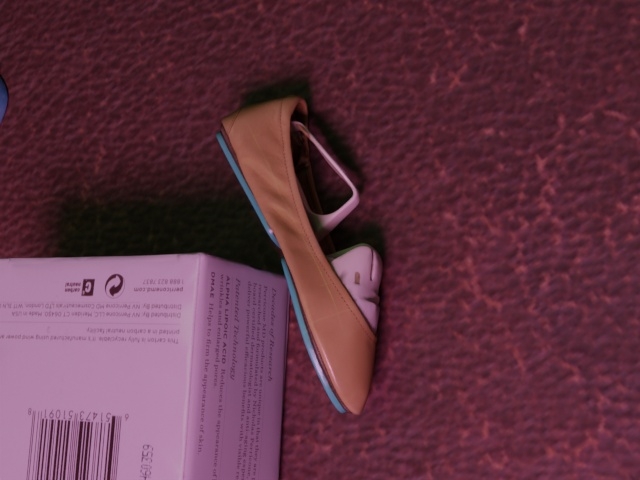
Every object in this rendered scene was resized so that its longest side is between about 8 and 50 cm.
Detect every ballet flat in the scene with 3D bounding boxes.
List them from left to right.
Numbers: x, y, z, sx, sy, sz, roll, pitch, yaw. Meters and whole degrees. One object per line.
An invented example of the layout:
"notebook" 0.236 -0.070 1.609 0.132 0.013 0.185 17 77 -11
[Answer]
"ballet flat" 0.000 0.000 0.816 0.073 0.080 0.232 -26 71 6

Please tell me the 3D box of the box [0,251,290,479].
"box" -0.129 0.104 0.837 0.181 0.119 0.182 -2 80 28

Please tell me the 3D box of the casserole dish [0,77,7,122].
"casserole dish" -0.339 -0.086 1.030 0.114 0.037 0.188 39 101 28
